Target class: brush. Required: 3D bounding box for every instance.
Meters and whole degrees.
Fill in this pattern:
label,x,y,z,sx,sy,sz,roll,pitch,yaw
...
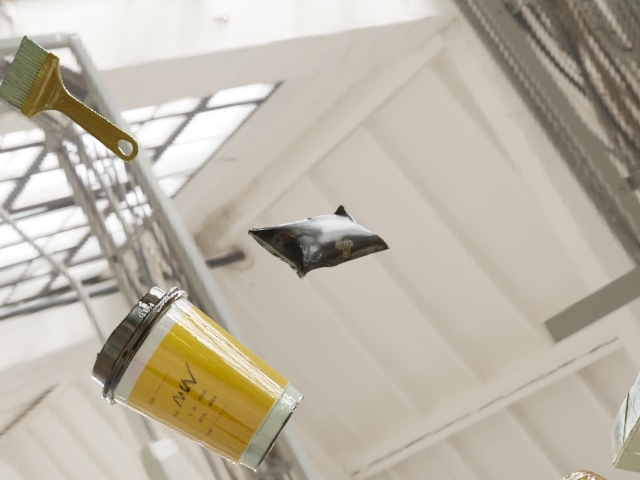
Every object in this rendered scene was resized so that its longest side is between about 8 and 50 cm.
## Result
label,x,y,z,sx,sy,sz,roll,pitch,yaw
brush,-0.286,-0.152,1.262,0.205,0.011,0.083,35,-75,17

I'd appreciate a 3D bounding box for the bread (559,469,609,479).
label,x,y,z,sx,sy,sz,roll,pitch,yaw
bread,0.315,0.465,1.439,0.204,0.337,0.358,39,-35,-3

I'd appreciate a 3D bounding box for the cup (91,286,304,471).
label,x,y,z,sx,sy,sz,roll,pitch,yaw
cup,-0.173,0.200,1.565,0.280,0.196,0.196,31,-52,4

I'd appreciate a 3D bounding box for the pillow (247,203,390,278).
label,x,y,z,sx,sy,sz,roll,pitch,yaw
pillow,0.000,0.001,1.249,0.090,0.150,0.048,20,-65,40

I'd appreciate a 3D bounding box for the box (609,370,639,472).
label,x,y,z,sx,sy,sz,roll,pitch,yaw
box,0.461,0.179,1.280,0.164,0.069,0.256,11,-49,-1
